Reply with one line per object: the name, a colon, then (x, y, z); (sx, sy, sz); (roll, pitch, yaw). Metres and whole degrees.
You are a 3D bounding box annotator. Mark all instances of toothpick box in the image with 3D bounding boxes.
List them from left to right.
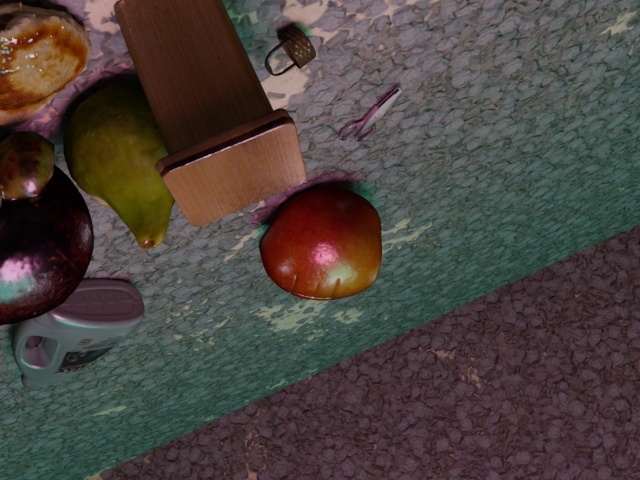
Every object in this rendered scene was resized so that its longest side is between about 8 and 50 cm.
toothpick box: (-0.166, -0.209, 1.207); (0.187, 0.308, 0.190); (-23, 157, -2)

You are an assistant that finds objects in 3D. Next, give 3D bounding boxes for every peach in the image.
peach: (0.000, 0.000, 1.913); (0.274, 0.248, 0.245); (-3, 116, -15)

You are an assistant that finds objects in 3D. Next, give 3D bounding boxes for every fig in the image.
fig: (-0.288, -0.106, 1.348); (0.206, 0.275, 0.206); (-21, 155, -10)

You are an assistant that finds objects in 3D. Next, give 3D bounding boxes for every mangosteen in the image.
mangosteen: (-0.507, -0.022, 1.297); (0.330, 0.330, 0.330); (-20, 156, -9)

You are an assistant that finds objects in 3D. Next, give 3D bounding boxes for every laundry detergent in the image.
laundry detergent: (-0.604, 0.236, 1.954); (0.264, 0.125, 0.398); (0, 149, -45)

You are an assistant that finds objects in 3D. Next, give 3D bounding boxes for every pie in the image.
pie: (-0.420, -0.242, 1.180); (0.205, 0.084, 0.179); (-35, 154, 18)

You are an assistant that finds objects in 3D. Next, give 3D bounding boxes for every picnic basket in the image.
picnic basket: (-0.056, -0.307, 1.398); (0.083, 0.072, 0.072); (-38, 156, -1)

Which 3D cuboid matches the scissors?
scissors: (0.110, -0.255, 1.720); (0.085, 0.022, 0.176); (-1, 150, -40)
